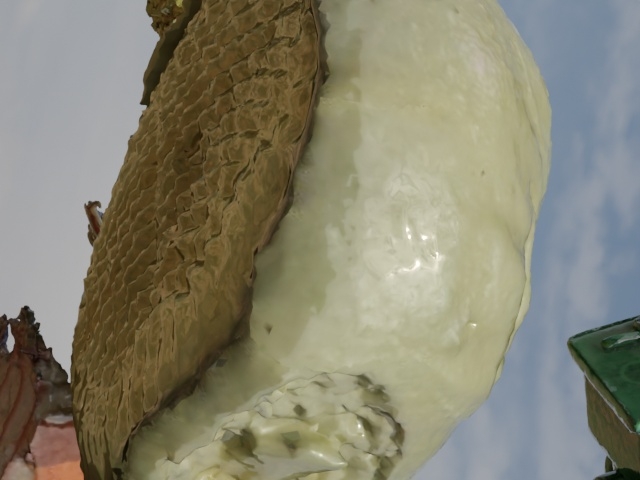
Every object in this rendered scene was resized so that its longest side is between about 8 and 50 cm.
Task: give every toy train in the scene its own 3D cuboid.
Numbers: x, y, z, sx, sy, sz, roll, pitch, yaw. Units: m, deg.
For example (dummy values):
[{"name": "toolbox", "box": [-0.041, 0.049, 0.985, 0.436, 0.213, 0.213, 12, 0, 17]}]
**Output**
[{"name": "toy train", "box": [0.337, 0.151, 1.396, 0.145, 0.266, 0.202, -122, -161, -57]}]

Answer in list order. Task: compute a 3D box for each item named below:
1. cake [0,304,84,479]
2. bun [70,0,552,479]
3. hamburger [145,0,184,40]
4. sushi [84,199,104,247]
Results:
[{"name": "cake", "box": [-0.201, 0.179, 1.062, 0.098, 0.135, 0.287, 23, -64, 57]}, {"name": "bun", "box": [0.004, -0.002, 0.938, 0.364, 0.202, 0.364, -51, -151, 44]}, {"name": "hamburger", "box": [-0.017, -0.170, 1.156, 0.139, 0.261, 0.243, -27, 161, -53]}, {"name": "sushi", "box": [-0.106, 0.057, 1.616, 0.332, 0.130, 0.124, 60, 7, -52]}]
